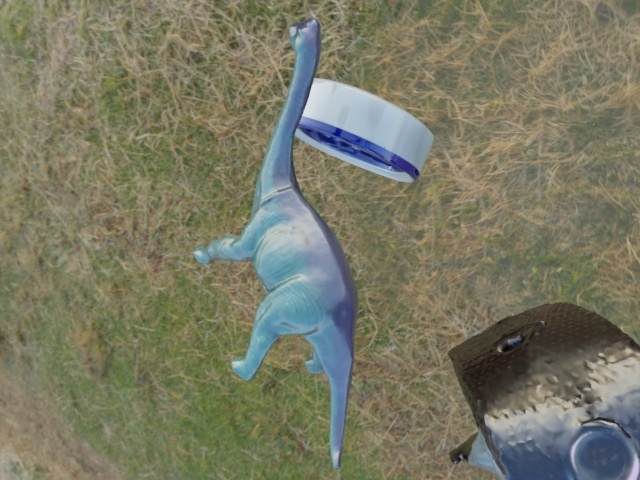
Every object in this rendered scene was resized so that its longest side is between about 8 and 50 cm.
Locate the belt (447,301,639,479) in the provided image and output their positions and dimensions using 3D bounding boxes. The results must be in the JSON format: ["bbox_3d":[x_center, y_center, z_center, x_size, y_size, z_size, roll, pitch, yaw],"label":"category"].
[{"bbox_3d":[0.188,0.159,0.430,0.164,0.289,0.184,-27,76,8],"label":"belt"}]

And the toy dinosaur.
[{"bbox_3d":[0.000,0.000,0.541,0.383,0.130,0.330,55,129,26],"label":"toy dinosaur"}]

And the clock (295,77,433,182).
[{"bbox_3d":[0.058,-0.168,0.778,0.231,0.230,0.083,27,94,21],"label":"clock"}]
